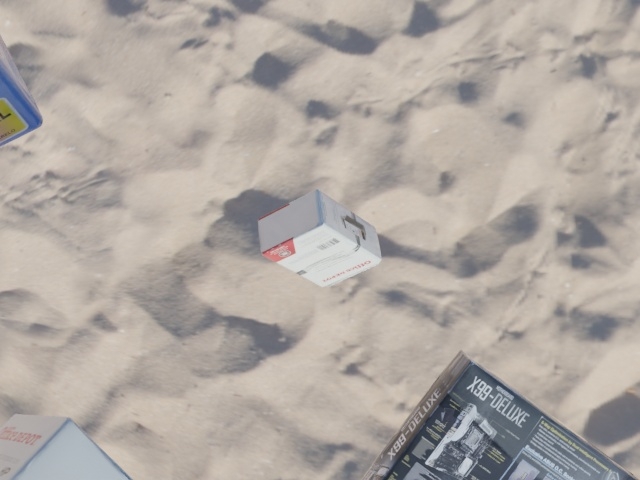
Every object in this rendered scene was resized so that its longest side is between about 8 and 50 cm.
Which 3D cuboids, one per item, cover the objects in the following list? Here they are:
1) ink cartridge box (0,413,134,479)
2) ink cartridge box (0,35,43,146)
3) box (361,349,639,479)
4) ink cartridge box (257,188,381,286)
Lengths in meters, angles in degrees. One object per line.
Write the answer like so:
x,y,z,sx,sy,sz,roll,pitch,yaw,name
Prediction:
-0.350,0.326,0.993,0.129,0.223,0.307,50,62,-14,ink cartridge box
-0.362,-0.228,0.657,0.151,0.395,0.270,-30,72,-4,ink cartridge box
0.240,0.333,1.319,0.307,0.076,0.242,35,93,-6,box
0.000,0.000,1.269,0.135,0.099,0.056,31,41,-48,ink cartridge box
